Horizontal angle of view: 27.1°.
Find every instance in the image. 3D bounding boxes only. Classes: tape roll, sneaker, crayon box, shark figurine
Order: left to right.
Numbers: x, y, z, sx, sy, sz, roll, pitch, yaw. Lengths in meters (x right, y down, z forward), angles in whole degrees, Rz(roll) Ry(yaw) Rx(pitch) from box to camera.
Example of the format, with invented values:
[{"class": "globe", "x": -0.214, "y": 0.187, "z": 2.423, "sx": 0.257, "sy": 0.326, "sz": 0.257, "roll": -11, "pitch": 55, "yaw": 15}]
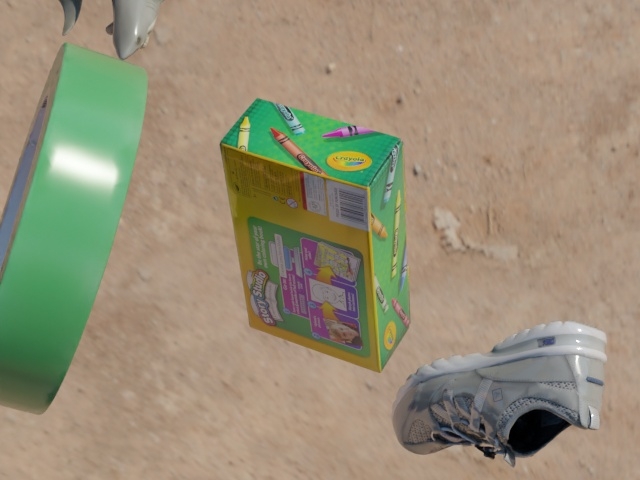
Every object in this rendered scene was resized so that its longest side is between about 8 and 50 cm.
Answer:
[{"class": "tape roll", "x": -0.238, "y": -0.011, "z": 1.170, "sx": 0.077, "sy": 0.321, "sz": 0.321, "roll": 17, "pitch": 73, "yaw": -15}, {"class": "shark figurine", "x": -0.291, "y": -0.352, "z": 1.782, "sx": 0.166, "sy": 0.116, "sz": 0.278, "roll": -52, "pitch": 40, "yaw": -6}, {"class": "crayon box", "x": 0.000, "y": 0.000, "z": 1.377, "sx": 0.165, "sy": 0.278, "sz": 0.081, "roll": 18, "pitch": 49, "yaw": 22}, {"class": "sneaker", "x": 0.168, "y": 0.174, "z": 1.328, "sx": 0.281, "sy": 0.105, "sz": 0.115, "roll": -35, "pitch": 46, "yaw": 47}]
